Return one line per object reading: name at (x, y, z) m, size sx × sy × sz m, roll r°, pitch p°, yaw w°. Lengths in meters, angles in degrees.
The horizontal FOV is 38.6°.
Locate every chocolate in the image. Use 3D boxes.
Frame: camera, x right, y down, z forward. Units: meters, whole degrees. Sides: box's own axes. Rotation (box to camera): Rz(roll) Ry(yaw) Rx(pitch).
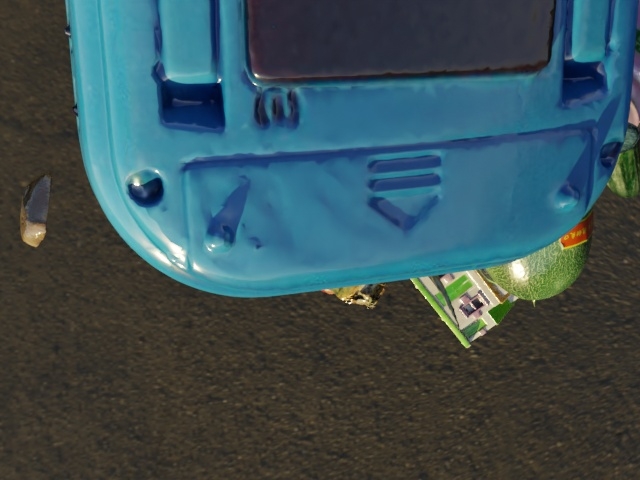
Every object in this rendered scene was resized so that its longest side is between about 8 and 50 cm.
chocolate at (-0.365, -0.044, 1.167) m, size 0.064 × 0.031 × 0.101 m, roll -41°, pitch 42°, yaw 45°

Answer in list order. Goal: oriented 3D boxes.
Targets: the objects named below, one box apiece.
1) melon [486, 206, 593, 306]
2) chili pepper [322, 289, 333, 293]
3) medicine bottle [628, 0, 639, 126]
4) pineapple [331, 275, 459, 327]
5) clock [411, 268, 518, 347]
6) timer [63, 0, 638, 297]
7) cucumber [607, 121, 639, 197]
melon at (0.329, -0.025, 1.414) m, size 0.182 × 0.182 × 0.288 m, roll 10°, pitch 122°, yaw 27°
chili pepper at (0.000, 0.000, 1.557) m, size 0.136 × 0.253 × 0.144 m, roll -48°, pitch 59°, yaw -4°
medicine bottle at (0.522, -0.319, 1.595) m, size 0.212 × 0.212 × 0.325 m, roll 38°, pitch 82°, yaw 25°
pineapple at (0.037, -0.051, 1.045) m, size 0.334 × 0.158 × 0.161 m, roll 45°, pitch 118°, yaw 55°
clock at (0.336, 0.022, 1.805) m, size 0.309 × 0.166 × 0.235 m, roll -37°, pitch 110°, yaw 9°
timer at (0.029, -0.125, 0.525) m, size 0.115 × 0.340 × 0.309 m, roll -142°, pitch 48°, yaw -67°
cucumber at (0.306, -0.078, 0.934) m, size 0.048 × 0.105 × 0.048 m, roll -12°, pitch 56°, yaw 18°
